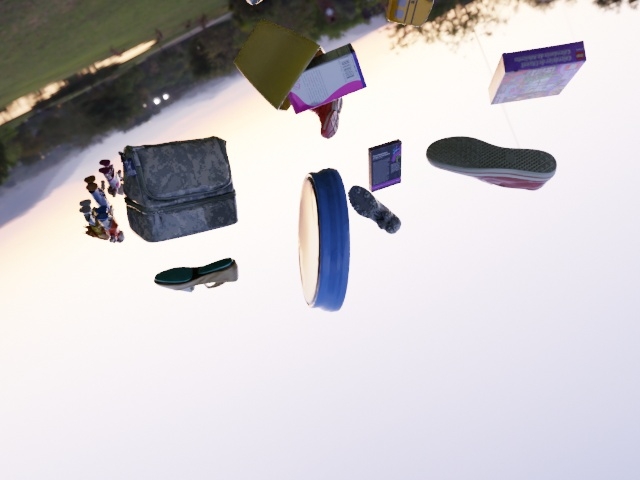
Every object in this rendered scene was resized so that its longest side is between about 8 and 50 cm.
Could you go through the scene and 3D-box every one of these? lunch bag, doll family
[{"bbox_3d":[-0.396,-0.153,1.730,0.305,0.256,0.212,-14,-160,-30],"label":"lunch bag"},{"bbox_3d":[-0.627,-0.096,1.777,0.118,0.163,0.263,-9,-122,1],"label":"doll family"}]

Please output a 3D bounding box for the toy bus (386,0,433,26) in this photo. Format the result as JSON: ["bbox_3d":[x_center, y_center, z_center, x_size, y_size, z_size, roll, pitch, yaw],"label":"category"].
[{"bbox_3d":[0.289,-0.792,1.774,0.130,0.333,0.108,10,-152,-4],"label":"toy bus"}]

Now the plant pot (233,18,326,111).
[{"bbox_3d":[-0.126,-0.516,1.798,0.212,0.187,0.212,-54,-177,11],"label":"plant pot"}]

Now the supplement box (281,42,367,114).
[{"bbox_3d":[0.007,-0.462,1.775,0.220,0.111,0.114,-20,-150,5],"label":"supplement box"}]

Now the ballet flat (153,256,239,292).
[{"bbox_3d":[-0.331,0.106,1.672,0.232,0.073,0.080,-11,-148,6],"label":"ballet flat"}]

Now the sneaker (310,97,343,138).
[{"bbox_3d":[0.002,-0.458,2.291,0.128,0.087,0.221,3,-129,21],"label":"sneaker"}]

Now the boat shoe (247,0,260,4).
[{"bbox_3d":[-0.110,-0.677,1.344,0.320,0.103,0.118,-56,176,35],"label":"boat shoe"}]

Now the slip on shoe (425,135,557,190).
[{"bbox_3d":[0.437,-0.192,1.621,0.331,0.101,0.123,10,-122,7],"label":"slip on shoe"}]

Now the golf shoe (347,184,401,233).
[{"bbox_3d":[0.147,-0.084,1.709,0.069,0.176,0.086,-48,175,13],"label":"golf shoe"}]

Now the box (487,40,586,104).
[{"bbox_3d":[0.576,-0.446,1.684,0.200,0.057,0.293,-8,175,8],"label":"box"}]

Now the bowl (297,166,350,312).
[{"bbox_3d":[0.000,0.000,1.680,0.077,0.391,0.391,-1,-167,-11],"label":"bowl"}]

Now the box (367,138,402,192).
[{"bbox_3d":[0.210,-0.243,2.024,0.116,0.162,0.029,-19,-138,-17],"label":"box"}]
